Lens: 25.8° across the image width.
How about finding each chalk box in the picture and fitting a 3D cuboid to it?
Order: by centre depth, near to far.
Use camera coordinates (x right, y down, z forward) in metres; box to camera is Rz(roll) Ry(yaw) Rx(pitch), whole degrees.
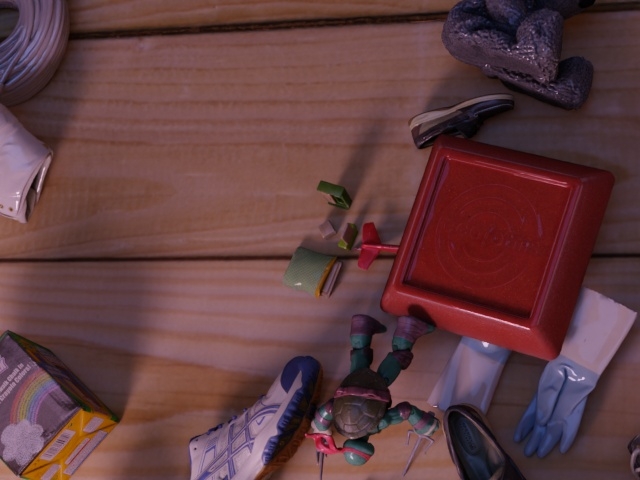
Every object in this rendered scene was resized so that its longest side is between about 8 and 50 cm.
[{"bbox_3d":[-0.411,0.220,1.934,0.213,0.132,0.132,41,89,24],"label":"chalk box"}]

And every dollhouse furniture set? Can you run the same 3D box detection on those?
[{"bbox_3d":[0.000,0.000,1.924,0.076,0.058,0.151,19,79,21],"label":"dollhouse furniture set"}]

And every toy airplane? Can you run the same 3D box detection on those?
[{"bbox_3d":[0.114,0.011,1.905,0.151,0.028,0.151,-5,71,14],"label":"toy airplane"}]

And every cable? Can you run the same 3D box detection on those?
[{"bbox_3d":[-0.506,-0.329,2.155,0.257,0.089,0.257,-45,66,-2],"label":"cable"}]

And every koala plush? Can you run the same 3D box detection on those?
[{"bbox_3d":[0.289,-0.325,1.879,0.203,0.196,0.221,24,85,31],"label":"koala plush"}]

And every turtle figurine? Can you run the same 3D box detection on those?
[{"bbox_3d":[0.068,0.213,1.814,0.175,0.118,0.234,8,70,18],"label":"turtle figurine"}]

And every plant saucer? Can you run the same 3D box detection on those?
[{"bbox_3d":[0.221,-0.002,1.818,0.258,0.048,0.259,15,81,26],"label":"plant saucer"}]

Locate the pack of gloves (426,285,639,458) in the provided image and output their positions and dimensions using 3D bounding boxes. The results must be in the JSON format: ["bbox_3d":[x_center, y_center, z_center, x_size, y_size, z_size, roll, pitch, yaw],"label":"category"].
[{"bbox_3d":[0.277,0.155,1.815,0.195,0.046,0.232,28,93,22],"label":"pack of gloves"}]

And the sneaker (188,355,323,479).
[{"bbox_3d":[-0.109,0.268,1.843,0.131,0.112,0.296,28,82,22],"label":"sneaker"}]

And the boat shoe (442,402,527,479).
[{"bbox_3d":[0.215,0.304,1.752,0.080,0.073,0.223,-34,71,12],"label":"boat shoe"}]

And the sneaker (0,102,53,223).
[{"bbox_3d":[-0.516,-0.059,2.061,0.169,0.108,0.292,40,109,0],"label":"sneaker"}]

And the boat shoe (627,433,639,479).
[{"bbox_3d":[0.435,0.264,1.701,0.119,0.121,0.335,3,63,25],"label":"boat shoe"}]

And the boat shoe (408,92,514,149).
[{"bbox_3d":[0.198,-0.162,1.925,0.152,0.056,0.049,-16,74,21],"label":"boat shoe"}]
